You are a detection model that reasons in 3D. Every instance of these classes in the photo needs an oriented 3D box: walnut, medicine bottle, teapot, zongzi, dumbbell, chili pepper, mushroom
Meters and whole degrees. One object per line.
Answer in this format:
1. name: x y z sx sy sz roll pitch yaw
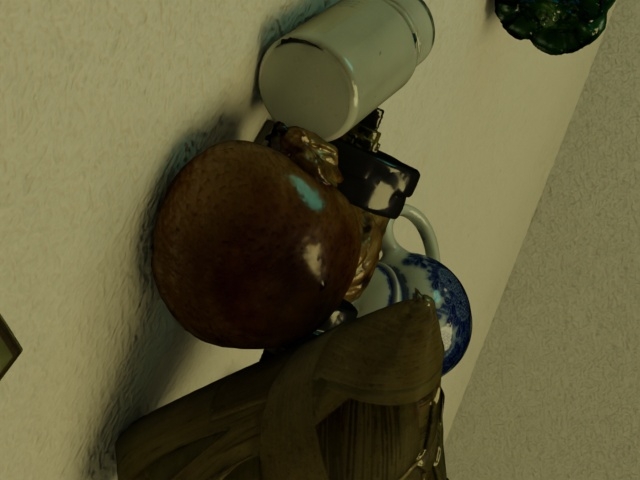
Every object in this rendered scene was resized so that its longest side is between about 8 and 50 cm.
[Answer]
1. walnut: 0.016 0.012 1.787 0.155 0.156 0.184 96 16 -45
2. medicine bottle: 0.041 -0.235 1.525 0.258 0.143 0.143 -44 152 -48
3. teapot: 0.131 0.135 2.162 0.280 0.252 0.423 24 69 -37
4. zongzi: -0.100 0.198 1.413 0.467 0.500 0.218 80 2 -53
5. dumbbell: 0.000 0.000 1.600 0.388 0.185 0.185 -67 162 7
6. chili pepper: 0.459 -0.504 2.236 0.256 0.233 0.248 -62 179 -31
7. mushroom: -0.067 -0.004 1.404 0.195 0.263 0.283 11 -97 65

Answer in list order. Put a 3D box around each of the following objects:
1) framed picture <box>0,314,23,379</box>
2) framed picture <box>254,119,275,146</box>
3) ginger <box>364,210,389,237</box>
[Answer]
1. framed picture: -0.369 0.156 1.100 0.231 0.010 0.173 -56 160 -25
2. framed picture: -0.108 -0.019 1.595 0.250 0.016 0.184 -60 161 -15
3. ginger: 0.067 -0.015 2.026 0.214 0.059 0.133 -61 157 -17
